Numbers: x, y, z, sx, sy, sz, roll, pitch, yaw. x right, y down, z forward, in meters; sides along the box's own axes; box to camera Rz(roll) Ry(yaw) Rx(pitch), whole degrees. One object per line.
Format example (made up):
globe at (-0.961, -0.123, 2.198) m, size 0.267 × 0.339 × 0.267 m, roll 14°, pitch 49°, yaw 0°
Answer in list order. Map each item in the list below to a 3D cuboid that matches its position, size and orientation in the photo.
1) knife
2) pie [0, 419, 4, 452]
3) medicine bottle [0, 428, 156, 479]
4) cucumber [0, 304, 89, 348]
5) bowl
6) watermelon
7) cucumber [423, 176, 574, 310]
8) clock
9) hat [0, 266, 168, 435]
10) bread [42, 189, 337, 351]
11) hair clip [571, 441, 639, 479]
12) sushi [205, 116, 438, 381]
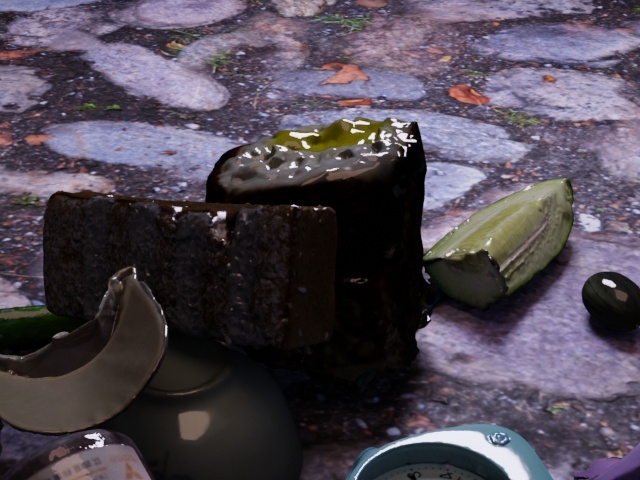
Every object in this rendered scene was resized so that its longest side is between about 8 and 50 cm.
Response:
knife at (0.107, 0.132, 1.592) m, size 0.044 × 0.026 × 0.296 m, roll 19°, pitch 32°, yaw 23°
pie at (-0.423, 0.281, 1.145) m, size 0.306 × 0.071 × 0.306 m, roll -29°, pitch 33°, yaw 21°
medicine bottle at (-0.188, 0.324, 1.048) m, size 0.165 × 0.165 × 0.273 m, roll -18°, pitch 55°, yaw -29°
cucumber at (-0.423, 0.119, 1.562) m, size 0.250 × 0.056 × 0.056 m, roll -7°, pitch 31°, yaw -15°
bowl at (-0.163, 0.203, 1.340) m, size 0.289 × 0.146 × 0.289 m, roll 0°, pitch 30°, yaw 0°
watermelon at (0.421, 0.088, 1.628) m, size 0.078 × 0.078 × 0.110 m, roll -14°, pitch 34°, yaw -24°
cucumber at (0.290, 0.002, 1.749) m, size 0.145 × 0.105 × 0.325 m, roll -10°, pitch 19°, yaw 40°
clock at (0.126, 0.307, 1.229) m, size 0.274 × 0.094 × 0.223 m, roll -8°, pitch 31°, yaw -11°
hat at (-0.252, 0.150, 1.214) m, size 0.214 × 0.149 × 0.244 m, roll -28°, pitch 44°, yaw -12°
bread at (-0.172, 0.028, 1.370) m, size 0.417 × 0.165 × 0.113 m, roll 4°, pitch 4°, yaw 36°
hair clip at (0.394, 0.263, 1.328) m, size 0.278 × 0.090 × 0.137 m, roll -29°, pitch 39°, yaw -35°
sushi at (0.000, 0.003, 1.513) m, size 0.299 × 0.294 × 0.281 m, roll 5°, pitch 28°, yaw 30°
